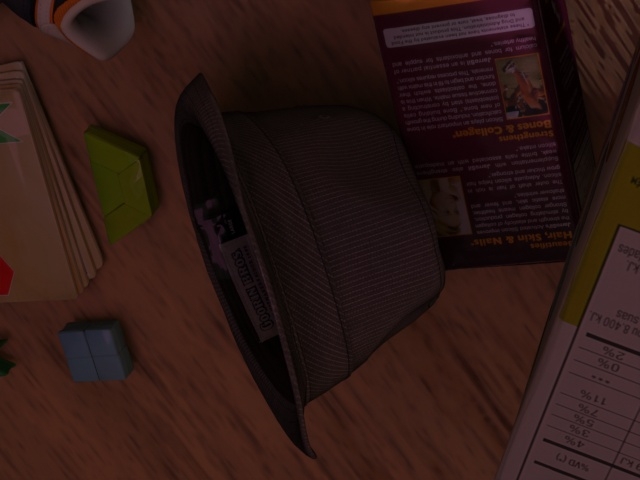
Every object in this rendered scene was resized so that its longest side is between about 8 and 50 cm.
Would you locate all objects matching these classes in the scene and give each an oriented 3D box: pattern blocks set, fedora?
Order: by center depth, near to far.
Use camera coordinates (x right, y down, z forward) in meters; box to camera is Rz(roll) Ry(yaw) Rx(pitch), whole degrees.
[{"bbox_3d":[0.000,0.000,1.020,0.124,0.275,0.243,-18,102,-10],"label":"fedora"},{"bbox_3d":[-0.253,-0.039,1.196,0.285,0.026,0.324,5,117,17],"label":"pattern blocks set"}]

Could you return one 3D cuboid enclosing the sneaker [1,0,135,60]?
[{"bbox_3d":[-0.098,-0.243,0.987,0.127,0.126,0.321,42,132,0],"label":"sneaker"}]

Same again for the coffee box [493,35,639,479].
[{"bbox_3d":[0.309,-0.024,0.786,0.338,0.337,0.334,19,141,8],"label":"coffee box"}]

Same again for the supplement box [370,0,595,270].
[{"bbox_3d":[0.108,-0.082,1.022,0.104,0.081,0.188,-6,114,21],"label":"supplement box"}]
